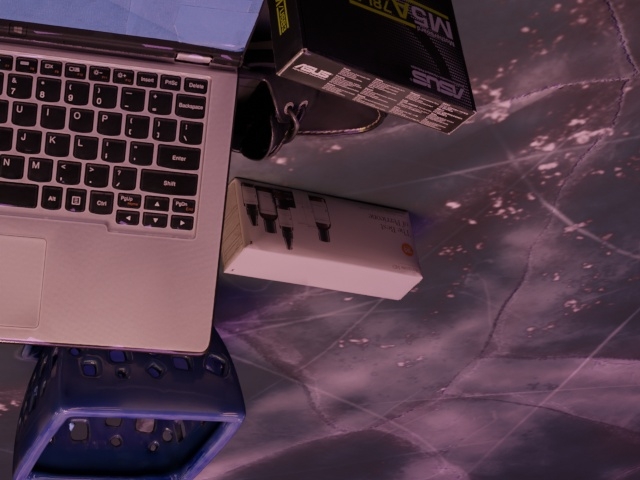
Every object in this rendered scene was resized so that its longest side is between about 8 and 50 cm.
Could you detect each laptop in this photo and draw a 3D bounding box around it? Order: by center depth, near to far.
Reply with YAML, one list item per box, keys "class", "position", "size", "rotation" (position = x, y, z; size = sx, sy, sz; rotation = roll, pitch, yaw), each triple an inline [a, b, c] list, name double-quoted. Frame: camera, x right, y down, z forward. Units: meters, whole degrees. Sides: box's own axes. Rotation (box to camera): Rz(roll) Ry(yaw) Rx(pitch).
- class: "laptop"
  position: [-0.231, -0.106, 1.013]
  size: [0.382, 0.408, 0.236]
  rotation: [5, -176, -15]

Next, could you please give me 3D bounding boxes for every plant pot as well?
- class: "plant pot"
  position: [-0.247, 0.170, 1.670]
  size: [0.236, 0.212, 0.236]
  rotation: [6, 146, -24]

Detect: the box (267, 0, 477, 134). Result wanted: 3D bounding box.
- class: "box"
  position: [0.038, -0.197, 1.148]
  size: [0.191, 0.184, 0.045]
  rotation: [16, 141, -34]

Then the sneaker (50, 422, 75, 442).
- class: "sneaker"
  position: [-0.370, 0.218, 1.876]
  size: [0.083, 0.071, 0.190]
  rotation: [18, 133, -28]

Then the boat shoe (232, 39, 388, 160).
- class: "boat shoe"
  position: [-0.075, -0.132, 1.299]
  size: [0.340, 0.113, 0.127]
  rotation: [12, 144, -32]

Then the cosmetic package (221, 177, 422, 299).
- class: "cosmetic package"
  position: [0.000, 0.000, 1.560]
  size: [0.239, 0.099, 0.060]
  rotation: [10, 146, -30]

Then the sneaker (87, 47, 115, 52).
- class: "sneaker"
  position: [-0.257, -0.200, 1.147]
  size: [0.281, 0.105, 0.115]
  rotation: [-9, 143, -6]
